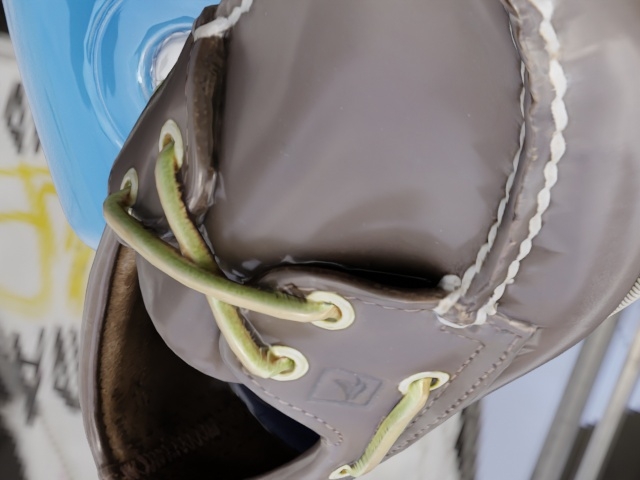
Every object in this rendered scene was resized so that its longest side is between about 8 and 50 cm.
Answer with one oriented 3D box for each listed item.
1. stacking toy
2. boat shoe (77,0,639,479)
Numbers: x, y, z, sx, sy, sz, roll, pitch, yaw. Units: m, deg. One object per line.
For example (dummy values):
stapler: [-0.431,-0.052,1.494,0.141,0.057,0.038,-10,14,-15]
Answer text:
stacking toy: [-0.003,-0.122,0.877,0.175,0.166,0.302,-4,-159,22]
boat shoe: [0.000,0.000,0.455,0.096,0.324,0.116,-34,-99,-21]
